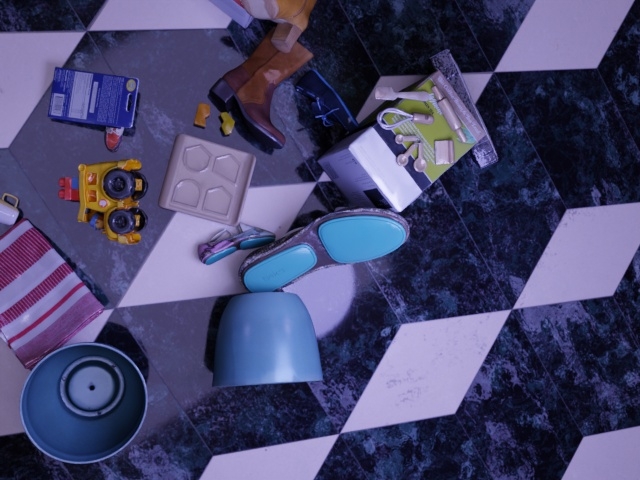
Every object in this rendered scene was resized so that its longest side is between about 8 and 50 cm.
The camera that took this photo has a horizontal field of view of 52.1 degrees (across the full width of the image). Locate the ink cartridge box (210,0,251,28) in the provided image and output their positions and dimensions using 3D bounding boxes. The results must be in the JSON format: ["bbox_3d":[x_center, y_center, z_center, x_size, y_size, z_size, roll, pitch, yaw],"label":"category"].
[{"bbox_3d":[-0.244,-0.792,1.772,0.309,0.130,0.272,35,82,-12],"label":"ink cartridge box"}]

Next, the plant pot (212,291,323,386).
[{"bbox_3d":[-0.143,0.263,1.746,0.292,0.293,0.235,0,78,-14],"label":"plant pot"}]

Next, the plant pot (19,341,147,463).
[{"bbox_3d":[-0.591,0.392,1.671,0.292,0.196,0.293,0,90,-14],"label":"plant pot"}]

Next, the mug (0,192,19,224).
[{"bbox_3d":[-0.808,-0.077,1.679,0.064,0.062,0.078,25,91,-21],"label":"mug"}]

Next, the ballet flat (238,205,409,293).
[{"bbox_3d":[0.000,0.000,1.769,0.482,0.182,0.164,-21,116,13],"label":"ballet flat"}]

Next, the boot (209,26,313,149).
[{"bbox_3d":[-0.123,-0.423,1.825,0.264,0.096,0.280,42,77,11],"label":"boot"}]

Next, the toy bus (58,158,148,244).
[{"bbox_3d":[-0.569,-0.100,1.704,0.211,0.149,0.220,-1,94,-1],"label":"toy bus"}]

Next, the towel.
[{"bbox_3d":[-0.742,0.132,1.661,0.237,0.037,0.329,-42,82,-11],"label":"towel"}]

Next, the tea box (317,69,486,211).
[{"bbox_3d":[0.209,-0.253,1.793,0.323,0.329,0.220,-41,100,-11],"label":"tea box"}]

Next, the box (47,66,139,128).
[{"bbox_3d":[-0.588,-0.369,1.712,0.225,0.036,0.137,8,89,3],"label":"box"}]

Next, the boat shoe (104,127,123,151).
[{"bbox_3d":[-0.546,-0.306,1.748,0.049,0.043,0.137,14,88,-16],"label":"boat shoe"}]

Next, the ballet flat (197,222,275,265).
[{"bbox_3d":[-0.237,-0.002,1.824,0.221,0.077,0.079,-20,69,-13],"label":"ballet flat"}]

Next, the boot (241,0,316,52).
[{"bbox_3d":[-0.102,-0.659,1.712,0.104,0.295,0.211,15,73,24],"label":"boot"}]

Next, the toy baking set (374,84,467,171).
[{"bbox_3d":[0.247,-0.289,1.616,0.196,0.030,0.256,-29,98,-12],"label":"toy baking set"}]

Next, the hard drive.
[{"bbox_3d":[0.407,-0.380,1.888,0.064,0.237,0.339,-26,97,12],"label":"hard drive"}]

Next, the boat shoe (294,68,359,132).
[{"bbox_3d":[0.017,-0.371,1.824,0.089,0.258,0.109,-39,140,4],"label":"boat shoe"}]

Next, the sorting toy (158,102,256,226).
[{"bbox_3d":[-0.301,-0.212,1.816,0.229,0.041,0.307,15,84,-9],"label":"sorting toy"}]
